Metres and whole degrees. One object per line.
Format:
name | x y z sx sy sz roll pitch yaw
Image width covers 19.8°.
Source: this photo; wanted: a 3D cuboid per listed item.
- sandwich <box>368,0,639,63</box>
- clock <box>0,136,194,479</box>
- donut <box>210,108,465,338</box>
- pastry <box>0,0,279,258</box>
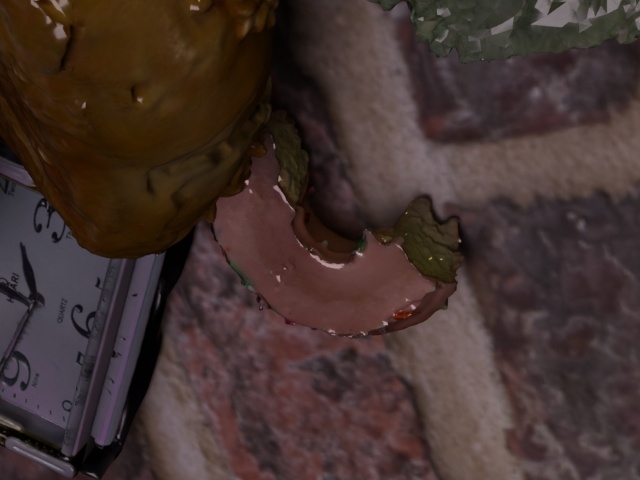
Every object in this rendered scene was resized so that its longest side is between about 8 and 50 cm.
sandwich | 0.087 -0.238 0.907 0.325 0.131 0.262 43 123 -7
clock | -0.194 0.027 1.200 0.186 0.083 0.253 25 124 8
donut | 0.000 0.000 1.117 0.166 0.065 0.117 41 123 -3
pastry | -0.114 -0.134 0.974 0.255 0.162 0.311 59 168 20
